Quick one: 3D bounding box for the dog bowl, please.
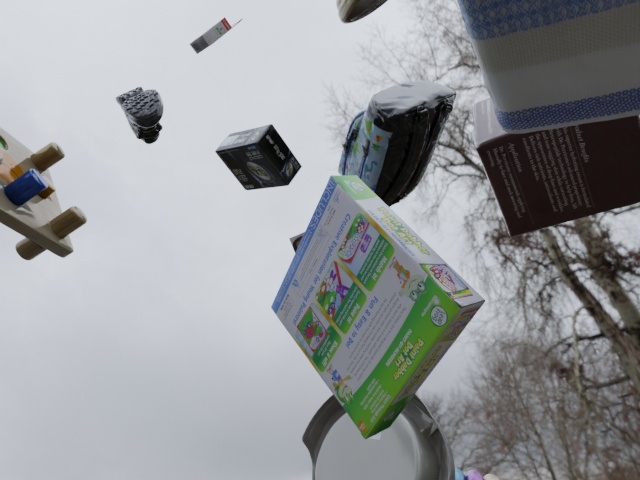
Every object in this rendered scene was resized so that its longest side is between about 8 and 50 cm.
[{"bbox_3d":[0.108,0.459,1.038,0.348,0.349,0.102,-28,-47,26],"label":"dog bowl"}]

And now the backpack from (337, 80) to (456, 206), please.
[{"bbox_3d":[0.195,-0.251,1.464,0.290,0.273,0.356,-31,-44,-37],"label":"backpack"}]

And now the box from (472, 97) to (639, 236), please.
[{"bbox_3d":[0.351,-0.139,0.773,0.203,0.167,0.169,-17,-62,25],"label":"box"}]

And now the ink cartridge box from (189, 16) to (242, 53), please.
[{"bbox_3d":[-0.228,-0.458,1.139,0.062,0.115,0.029,1,-45,52],"label":"ink cartridge box"}]

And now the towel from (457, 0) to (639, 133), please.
[{"bbox_3d":[0.149,-0.164,0.205,0.209,0.034,0.285,-7,-38,28],"label":"towel"}]

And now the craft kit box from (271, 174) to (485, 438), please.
[{"bbox_3d":[0.053,0.084,0.686,0.060,0.247,0.250,-5,-46,-39],"label":"craft kit box"}]

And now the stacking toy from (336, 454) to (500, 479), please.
[{"bbox_3d":[0.189,0.501,1.059,0.330,0.141,0.141,14,-32,13],"label":"stacking toy"}]

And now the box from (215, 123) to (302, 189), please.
[{"bbox_3d":[-0.167,-0.217,1.386,0.180,0.078,0.147,0,-42,43],"label":"box"}]

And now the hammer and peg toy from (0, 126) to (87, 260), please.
[{"bbox_3d":[-0.541,-0.133,0.808,0.127,0.266,0.361,-33,-31,0],"label":"hammer and peg toy"}]

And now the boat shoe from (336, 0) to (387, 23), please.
[{"bbox_3d":[0.096,-0.447,0.703,0.121,0.110,0.341,-34,-7,-32],"label":"boat shoe"}]

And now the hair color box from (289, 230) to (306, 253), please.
[{"bbox_3d":[0.000,0.000,1.327,0.141,0.072,0.043,-24,-4,11],"label":"hair color box"}]

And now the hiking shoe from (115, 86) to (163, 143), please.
[{"bbox_3d":[-0.379,-0.268,1.146,0.086,0.227,0.114,-31,-56,-13],"label":"hiking shoe"}]
